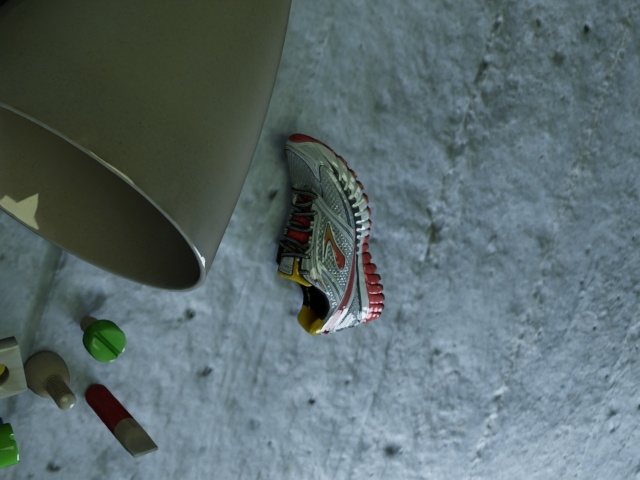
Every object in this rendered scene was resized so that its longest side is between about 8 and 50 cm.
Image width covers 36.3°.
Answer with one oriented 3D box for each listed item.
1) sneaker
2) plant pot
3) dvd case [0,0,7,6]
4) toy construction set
[{"bbox_3d":[0.000,0.000,0.986,0.093,0.088,0.225,-24,115,-23],"label":"sneaker"},{"bbox_3d":[-0.137,-0.141,0.787,0.256,0.256,0.274,45,63,-33],"label":"plant pot"},{"bbox_3d":[-0.285,-0.303,0.762,0.164,0.018,0.221,-42,122,-13],"label":"dvd case"},{"bbox_3d":[-0.267,0.132,0.768,0.309,0.237,0.257,14,97,-34],"label":"toy construction set"}]
